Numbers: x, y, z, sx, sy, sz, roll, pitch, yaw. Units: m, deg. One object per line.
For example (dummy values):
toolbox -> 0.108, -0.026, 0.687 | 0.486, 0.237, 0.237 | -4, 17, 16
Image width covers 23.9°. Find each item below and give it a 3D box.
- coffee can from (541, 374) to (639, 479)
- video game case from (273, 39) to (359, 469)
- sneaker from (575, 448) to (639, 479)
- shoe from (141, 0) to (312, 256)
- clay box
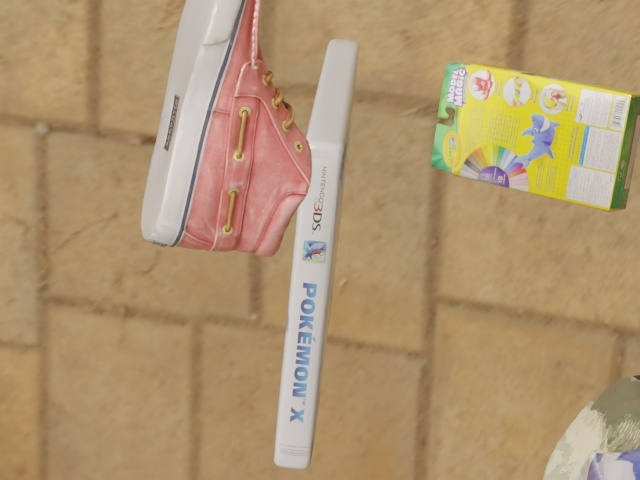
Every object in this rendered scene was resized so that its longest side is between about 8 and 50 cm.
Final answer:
coffee can -> 0.414, 0.309, 1.691 | 0.275, 0.201, 0.201 | 36, 115, -15
video game case -> 0.000, 0.000, 1.396 | 0.036, 0.329, 0.300 | 7, 113, 2
sneaker -> 0.253, 0.255, 0.929 | 0.182, 0.127, 0.316 | -8, 123, 1
shoe -> -0.042, -0.076, 0.847 | 0.081, 0.063, 0.178 | 10, 105, -20
clay box -> 0.233, -0.117, 1.641 | 0.222, 0.053, 0.128 | 16, 104, 32
